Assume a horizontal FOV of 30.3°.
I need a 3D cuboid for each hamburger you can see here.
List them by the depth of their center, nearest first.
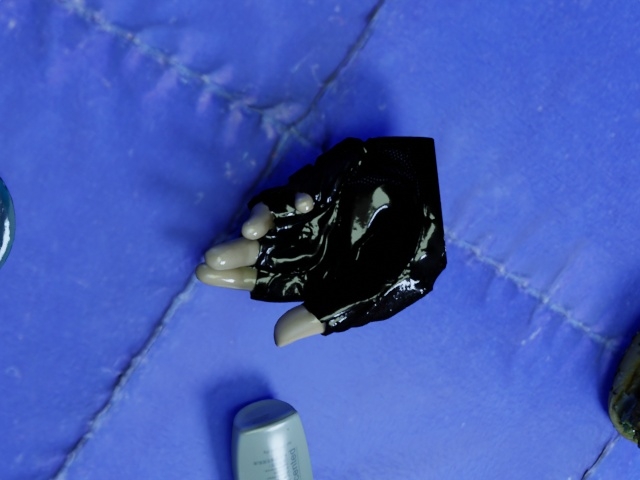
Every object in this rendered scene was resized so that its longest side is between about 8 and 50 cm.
[{"bbox_3d":[0.375,0.157,1.196,0.177,0.113,0.185,-18,124,-23],"label":"hamburger"}]

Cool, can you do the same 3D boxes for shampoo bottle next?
[{"bbox_3d":[-0.036,0.244,1.073,0.072,0.049,0.212,-21,117,-21],"label":"shampoo bottle"}]

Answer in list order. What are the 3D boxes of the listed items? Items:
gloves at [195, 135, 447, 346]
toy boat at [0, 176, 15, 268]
[{"bbox_3d":[0.000,0.000,0.960,0.203,0.124,0.164,-7,84,5],"label":"gloves"},{"bbox_3d":[-0.333,0.064,0.849,0.134,0.092,0.299,38,92,-27],"label":"toy boat"}]
